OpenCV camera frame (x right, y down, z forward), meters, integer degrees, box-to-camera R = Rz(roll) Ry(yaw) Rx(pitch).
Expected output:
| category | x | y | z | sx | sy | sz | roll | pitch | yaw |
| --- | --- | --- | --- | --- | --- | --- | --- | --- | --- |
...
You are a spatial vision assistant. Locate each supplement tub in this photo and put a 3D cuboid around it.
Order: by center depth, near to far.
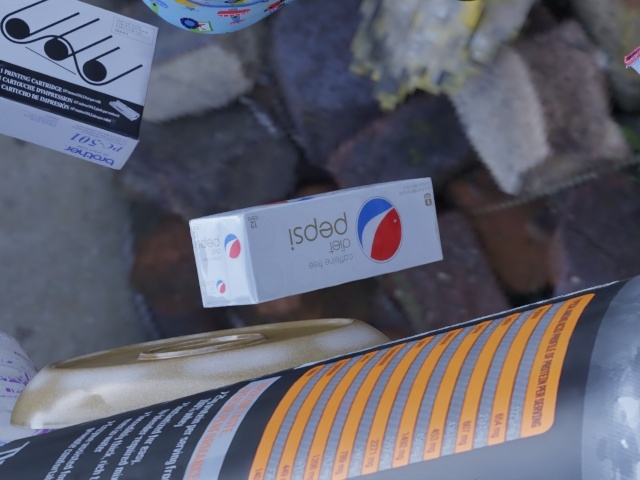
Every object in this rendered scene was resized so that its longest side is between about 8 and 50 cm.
| category | x | y | z | sx | sy | sz | roll | pitch | yaw |
| --- | --- | --- | --- | --- | --- | --- | --- | --- | --- |
| supplement tub | 0.044 | 0.130 | 0.586 | 0.338 | 0.207 | 0.207 | -16 | 67 | 28 |

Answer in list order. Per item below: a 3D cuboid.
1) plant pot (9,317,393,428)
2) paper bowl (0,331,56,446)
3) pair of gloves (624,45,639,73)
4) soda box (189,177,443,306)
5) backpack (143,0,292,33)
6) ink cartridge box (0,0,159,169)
| category | x | y | z | sx | sy | sz | roll | pitch | yaw |
| --- | --- | --- | --- | --- | --- | --- | --- | --- | --- |
| plant pot | -0.068 | 0.075 | 1.170 | 0.236 | 0.236 | 0.032 | -8 | 92 | 43 |
| paper bowl | -0.323 | 0.158 | 1.380 | 0.284 | 0.284 | 0.148 | -46 | 60 | 25 |
| pair of gloves | 0.339 | -0.130 | 1.567 | 0.198 | 0.159 | 0.023 | -36 | 24 | 16 |
| soda box | 0.000 | 0.000 | 1.602 | 0.069 | 0.216 | 0.074 | -6 | 95 | 47 |
| backpack | -0.062 | -0.209 | 1.127 | 0.158 | 0.173 | 0.117 | -30 | 9 | -4 |
| ink cartridge box | -0.217 | -0.125 | 1.319 | 0.046 | 0.207 | 0.097 | 131 | 151 | -54 |
